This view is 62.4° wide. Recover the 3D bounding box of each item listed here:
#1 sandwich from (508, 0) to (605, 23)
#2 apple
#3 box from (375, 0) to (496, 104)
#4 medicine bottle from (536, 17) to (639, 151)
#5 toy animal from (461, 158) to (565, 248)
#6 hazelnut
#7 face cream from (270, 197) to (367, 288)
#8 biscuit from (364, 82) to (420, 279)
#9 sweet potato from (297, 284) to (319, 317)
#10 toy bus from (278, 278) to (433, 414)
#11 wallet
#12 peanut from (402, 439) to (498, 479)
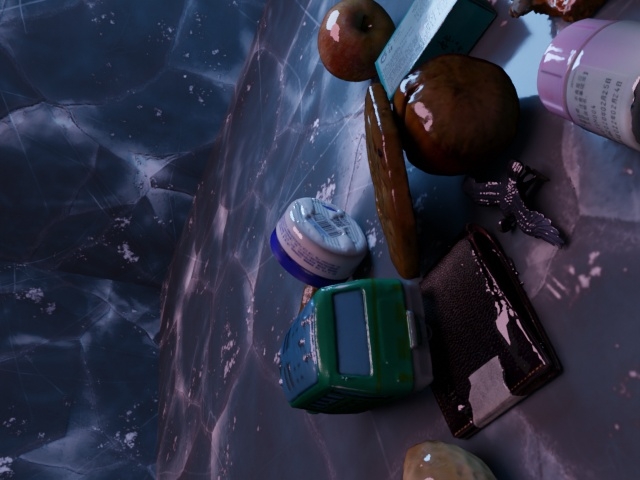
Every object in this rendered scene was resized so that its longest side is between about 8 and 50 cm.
[{"bbox_3d":[0.364,-0.424,0.754,0.292,0.109,0.212,-124,46,-61],"label":"sandwich"},{"bbox_3d":[0.084,-0.481,1.277,0.174,0.188,0.189,164,117,-75],"label":"apple"},{"bbox_3d":[0.219,-0.399,1.058,0.245,0.092,0.153,-54,34,41],"label":"box"},{"bbox_3d":[0.353,-0.185,0.612,0.135,0.135,0.168,-66,27,20],"label":"medicine bottle"},{"bbox_3d":[0.284,-0.062,0.780,0.108,0.062,0.220,-66,33,20],"label":"toy animal"},{"bbox_3d":[0.212,-0.191,0.865,0.208,0.208,0.208,-41,42,52],"label":"hazelnut"},{"bbox_3d":[0.000,0.000,1.180,0.111,0.205,0.206,-57,31,29],"label":"face cream"},{"bbox_3d":[0.121,-0.101,0.944,0.359,0.046,0.360,-10,-90,-86],"label":"biscuit"},{"bbox_3d":[-0.029,0.173,1.341,0.053,0.053,0.182,24,106,26],"label":"sweet potato"},{"bbox_3d":[0.040,0.199,0.917,0.344,0.199,0.184,119,149,-61],"label":"toy bus"},{"bbox_3d":[0.222,0.136,0.811,0.221,0.071,0.262,-55,38,38],"label":"wallet"},{"bbox_3d":[0.197,0.382,0.643,0.149,0.149,0.313,-63,27,27],"label":"peanut"}]
